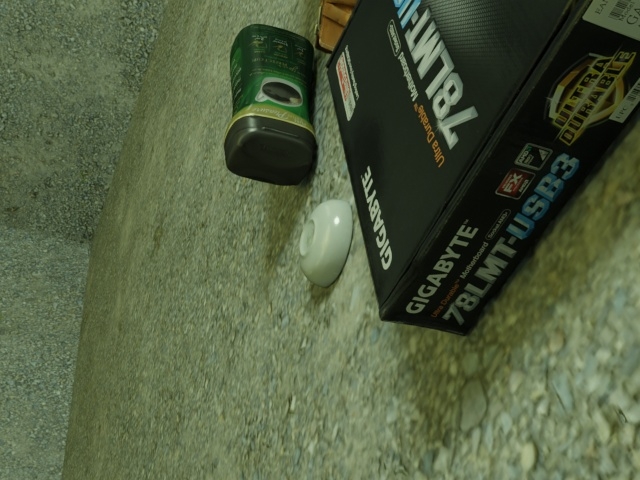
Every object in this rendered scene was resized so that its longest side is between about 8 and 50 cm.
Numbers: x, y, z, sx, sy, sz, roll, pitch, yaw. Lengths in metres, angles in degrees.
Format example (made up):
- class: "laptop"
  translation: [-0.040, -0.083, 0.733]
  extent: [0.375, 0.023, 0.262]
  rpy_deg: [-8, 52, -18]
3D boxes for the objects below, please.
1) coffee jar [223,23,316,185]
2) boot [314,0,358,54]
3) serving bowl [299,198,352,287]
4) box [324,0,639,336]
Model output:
- class: "coffee jar"
  translation: [-0.055, -0.147, 0.907]
  extent: [0.079, 0.096, 0.184]
  rpy_deg: [123, 154, -48]
- class: "boot"
  translation: [0.044, -0.241, 0.749]
  extent: [0.197, 0.073, 0.152]
  rpy_deg: [-124, 51, -80]
- class: "serving bowl"
  translation: [0.000, 0.000, 0.761]
  extent: [0.083, 0.027, 0.083]
  rpy_deg: [-165, 90, -69]
- class: "box"
  translation: [0.103, -0.144, 0.525]
  extent: [0.295, 0.073, 0.293]
  rpy_deg: [-97, 30, -47]
